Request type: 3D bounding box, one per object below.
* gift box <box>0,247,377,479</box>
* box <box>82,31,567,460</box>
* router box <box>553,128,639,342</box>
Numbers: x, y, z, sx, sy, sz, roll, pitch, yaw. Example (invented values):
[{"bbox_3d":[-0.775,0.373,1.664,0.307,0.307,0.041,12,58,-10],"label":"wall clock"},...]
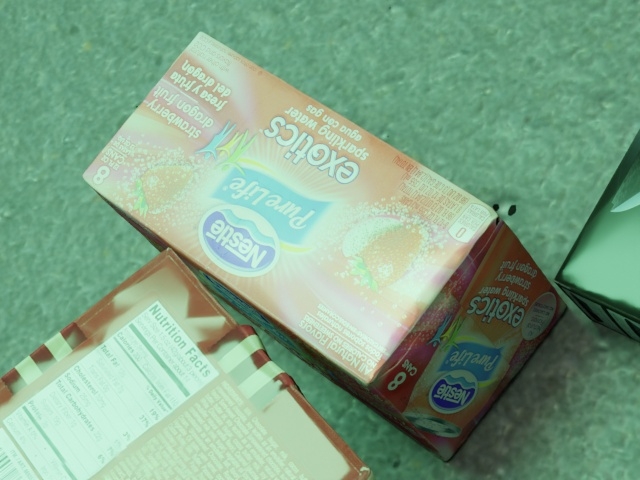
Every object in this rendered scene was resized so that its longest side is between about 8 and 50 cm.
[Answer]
[{"bbox_3d":[-0.100,0.202,1.173,0.276,0.258,0.255,-35,54,-5],"label":"gift box"},{"bbox_3d":[0.000,0.000,1.301,0.300,0.154,0.142,34,82,34],"label":"box"},{"bbox_3d":[0.331,-0.047,1.195,0.243,0.081,0.309,27,83,35],"label":"router box"}]
